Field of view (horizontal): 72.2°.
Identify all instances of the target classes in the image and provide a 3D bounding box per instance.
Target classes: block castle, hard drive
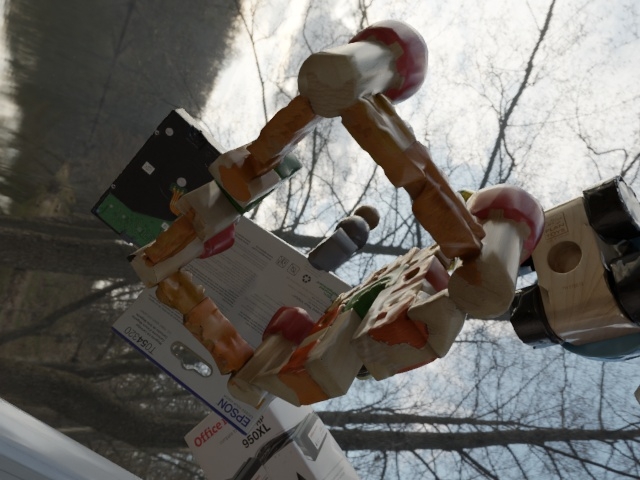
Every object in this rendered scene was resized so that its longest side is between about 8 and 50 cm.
[{"bbox_3d":[0.000,0.000,0.549,0.453,0.303,0.213,-35,-174,38],"label":"block castle"},{"bbox_3d":[-0.355,-0.111,1.055,0.339,0.237,0.064,-44,-168,17],"label":"hard drive"}]

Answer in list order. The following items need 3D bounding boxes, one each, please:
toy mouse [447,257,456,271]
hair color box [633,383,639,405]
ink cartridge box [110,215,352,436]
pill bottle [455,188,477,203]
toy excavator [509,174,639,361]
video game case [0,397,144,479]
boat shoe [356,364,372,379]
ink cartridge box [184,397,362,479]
[{"bbox_3d":[0.243,0.053,0.953,0.143,0.031,0.161,-34,-164,50],"label":"toy mouse"},{"bbox_3d":[0.803,0.286,0.886,0.185,0.114,0.374,-78,170,-52],"label":"hair color box"},{"bbox_3d":[-0.161,0.135,0.847,0.330,0.324,0.071,-52,167,-20],"label":"ink cartridge box"},{"bbox_3d":[0.492,-0.074,1.303,0.208,0.118,0.117,32,-78,48],"label":"pill bottle"},{"bbox_3d":[0.558,0.039,0.855,0.222,0.446,0.432,-32,-137,42],"label":"toy excavator"},{"bbox_3d":[-0.267,0.270,0.327,0.300,0.328,0.036,-32,-142,-4],"label":"video game case"},{"bbox_3d":[0.063,0.147,0.705,0.056,0.049,0.152,-17,-139,16],"label":"boat shoe"},{"bbox_3d":[-0.119,0.567,1.113,0.285,0.166,0.394,-44,-108,18],"label":"ink cartridge box"}]
